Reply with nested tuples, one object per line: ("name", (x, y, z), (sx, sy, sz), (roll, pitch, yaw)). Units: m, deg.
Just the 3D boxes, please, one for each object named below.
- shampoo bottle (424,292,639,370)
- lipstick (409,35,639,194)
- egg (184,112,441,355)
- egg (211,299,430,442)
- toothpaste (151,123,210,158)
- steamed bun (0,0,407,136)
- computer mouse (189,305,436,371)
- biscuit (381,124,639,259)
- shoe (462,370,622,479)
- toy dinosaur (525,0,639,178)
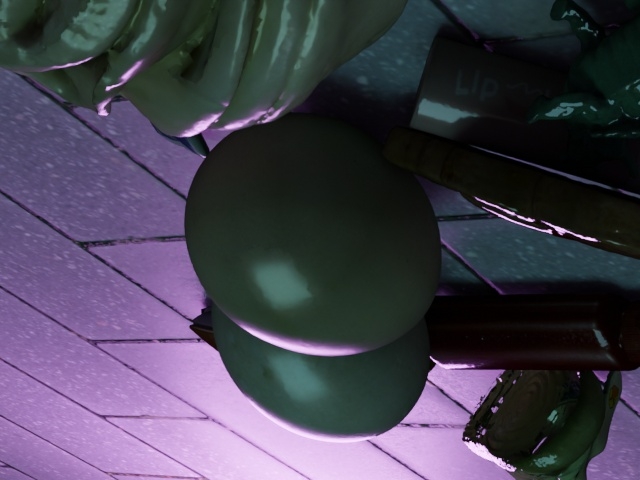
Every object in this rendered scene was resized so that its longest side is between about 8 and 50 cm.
("shampoo bottle", (0.224, 0.087, 1.613), (0.260, 0.064, 0.102), (-3, 149, 36))
("lipstick", (0.195, -0.079, 1.233), (0.254, 0.070, 0.070), (16, 158, 0))
("egg", (0.000, 0.000, 1.396), (0.188, 0.188, 0.254), (-1, 157, 36))
("egg", (0.000, 0.085, 1.593), (0.186, 0.186, 0.253), (-6, 135, 42))
("toothpaste", (-0.133, -0.120, 1.410), (0.057, 0.035, 0.197), (26, 163, 19))
("steamed bun", (-0.097, -0.165, 1.055), (0.289, 0.203, 0.276), (19, 157, -9))
("computer mouse", (-0.012, 0.112, 1.824), (0.158, 0.072, 0.310), (35, 152, -34))
("biscuit", (0.159, -0.033, 1.242), (0.183, 0.047, 0.320), (15, -173, -46))
("shoe", (0.235, 0.181, 1.735), (0.128, 0.140, 0.262), (22, 170, -13))
("toy dinosaur", (0.205, -0.138, 1.089), (0.120, 0.079, 0.292), (11, 144, 4))
